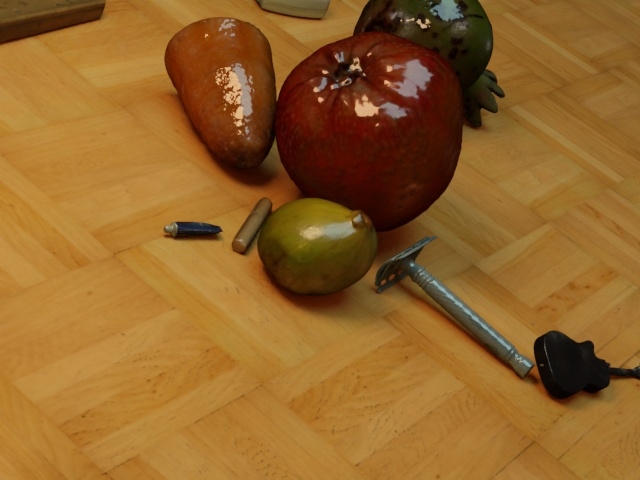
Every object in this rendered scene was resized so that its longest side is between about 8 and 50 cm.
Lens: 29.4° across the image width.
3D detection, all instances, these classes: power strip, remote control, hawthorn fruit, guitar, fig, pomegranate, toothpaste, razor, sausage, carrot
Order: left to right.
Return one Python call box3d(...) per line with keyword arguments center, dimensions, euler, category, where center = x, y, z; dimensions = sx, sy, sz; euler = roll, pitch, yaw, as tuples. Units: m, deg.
box3d(center=(-0.433, -0.343, 1.839), dimensions=(0.064, 0.044, 0.305), euler=(36, 32, 16), category="power strip")
box3d(center=(-0.164, -0.015, 1.562), dimensions=(0.083, 0.019, 0.027), euler=(-1, 16, -37), category="toothpaste")
box3d(center=(-0.130, -0.189, 1.750), dimensions=(0.159, 0.159, 0.225), euler=(7, 50, -27), category="carrot")
box3d(center=(-0.088, -0.024, 1.622), dimensions=(0.024, 0.024, 0.132), euler=(26, 33, 1), category="sausage")
box3d(center=(-0.106, -0.533, 2.333), dimensions=(0.145, 0.050, 0.344), euler=(2, 38, -33), category="remote control")
box3d(center=(-0.004, 0.008, 1.551), dimensions=(0.152, 0.121, 0.136), euler=(-2, 40, 1), category="fig")
box3d(center=(0.069, -0.145, 1.691), dimensions=(0.275, 0.300, 0.275), euler=(-2, 64, 4), category="hawthorn fruit")
box3d(center=(0.207, -0.318, 2.060), dimensions=(0.305, 0.242, 0.242), euler=(18, 32, -21), category="pomegranate")
box3d(center=(0.189, 0.093, 1.615), dimensions=(0.232, 0.068, 0.106), euler=(41, 35, 15), category="razor")
box3d(center=(0.377, 0.171, 1.639), dimensions=(0.233, 0.025, 0.088), euler=(8, 58, -35), category="guitar")
